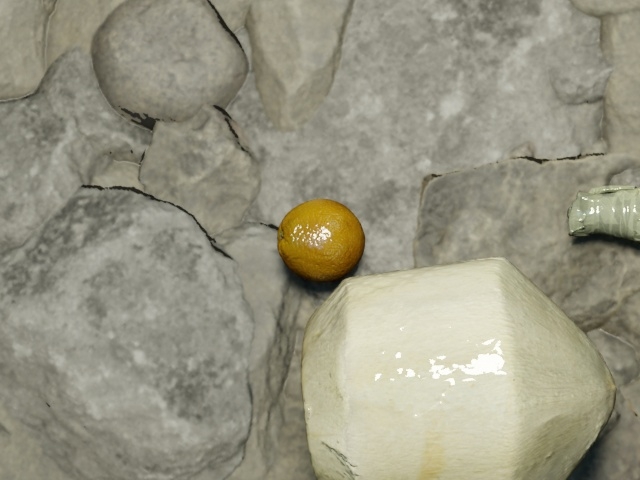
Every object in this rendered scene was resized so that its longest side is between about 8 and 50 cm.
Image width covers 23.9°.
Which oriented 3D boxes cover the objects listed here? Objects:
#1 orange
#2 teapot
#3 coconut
[{"bbox_3d":[0.000,0.000,1.412,0.085,0.085,0.085,-1,81,6],"label":"orange"},{"bbox_3d":[0.271,-0.027,1.403,0.083,0.057,0.067,0,44,9],"label":"teapot"},{"bbox_3d":[0.119,0.134,1.298,0.266,0.237,0.237,-8,81,2],"label":"coconut"}]
